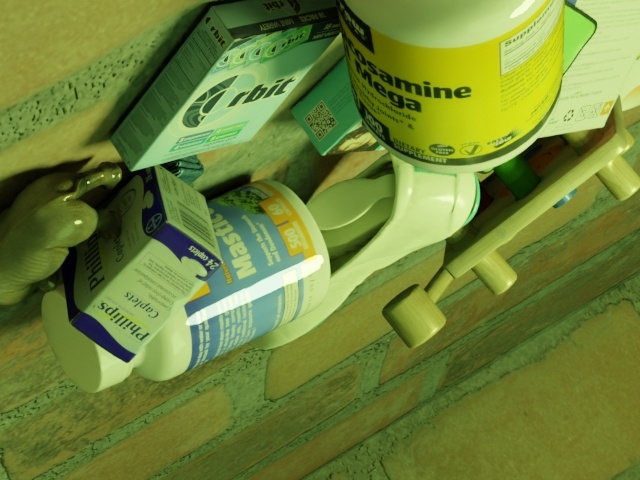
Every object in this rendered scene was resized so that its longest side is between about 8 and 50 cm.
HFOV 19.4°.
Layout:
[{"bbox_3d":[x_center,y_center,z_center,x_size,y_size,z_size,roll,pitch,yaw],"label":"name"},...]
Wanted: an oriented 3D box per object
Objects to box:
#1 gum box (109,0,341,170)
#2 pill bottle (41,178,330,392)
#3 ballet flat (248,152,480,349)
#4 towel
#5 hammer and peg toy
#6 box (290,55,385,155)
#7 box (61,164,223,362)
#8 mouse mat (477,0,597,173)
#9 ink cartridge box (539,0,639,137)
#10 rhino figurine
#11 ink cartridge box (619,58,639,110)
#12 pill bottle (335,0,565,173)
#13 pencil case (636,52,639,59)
[{"bbox_3d":[-0.078,-0.143,1.637,0.157,0.041,0.184,-18,159,-46],"label":"gum box"},{"bbox_3d":[-0.138,0.051,1.893,0.272,0.152,0.152,-25,162,-31],"label":"pill bottle"},{"bbox_3d":[0.000,0.000,2.063,0.400,0.139,0.139,-32,169,40],"label":"ballet flat"},{"bbox_3d":[-0.167,-0.041,1.788,0.119,0.029,0.067,-38,165,14],"label":"towel"},{"bbox_3d":[0.211,-0.045,2.227,0.361,0.127,0.266,-38,-170,18],"label":"hammer and peg toy"},{"bbox_3d":[0.082,-0.145,1.915,0.100,0.060,0.244,-43,162,29],"label":"box"},{"bbox_3d":[-0.166,0.018,1.708,0.072,0.126,0.137,36,106,-27],"label":"box"},{"bbox_3d":[0.180,-0.153,1.793,0.189,0.007,0.152,-55,146,11],"label":"mouse mat"},{"bbox_3d":[0.227,-0.234,1.825,0.304,0.072,0.307,-11,132,-42],"label":"ink cartridge box"},{"bbox_3d":[-0.278,0.020,1.672,0.243,0.073,0.106,-40,167,26],"label":"rhino figurine"},{"bbox_3d":[0.392,-0.211,2.368,0.179,0.045,0.145,-25,162,-37],"label":"ink cartridge box"},{"bbox_3d":[0.105,-0.204,1.516,0.188,0.188,0.334,-31,156,-8],"label":"pill bottle"},{"bbox_3d":[0.281,-0.209,2.039,0.236,0.104,0.104,-38,164,18],"label":"pencil case"}]
